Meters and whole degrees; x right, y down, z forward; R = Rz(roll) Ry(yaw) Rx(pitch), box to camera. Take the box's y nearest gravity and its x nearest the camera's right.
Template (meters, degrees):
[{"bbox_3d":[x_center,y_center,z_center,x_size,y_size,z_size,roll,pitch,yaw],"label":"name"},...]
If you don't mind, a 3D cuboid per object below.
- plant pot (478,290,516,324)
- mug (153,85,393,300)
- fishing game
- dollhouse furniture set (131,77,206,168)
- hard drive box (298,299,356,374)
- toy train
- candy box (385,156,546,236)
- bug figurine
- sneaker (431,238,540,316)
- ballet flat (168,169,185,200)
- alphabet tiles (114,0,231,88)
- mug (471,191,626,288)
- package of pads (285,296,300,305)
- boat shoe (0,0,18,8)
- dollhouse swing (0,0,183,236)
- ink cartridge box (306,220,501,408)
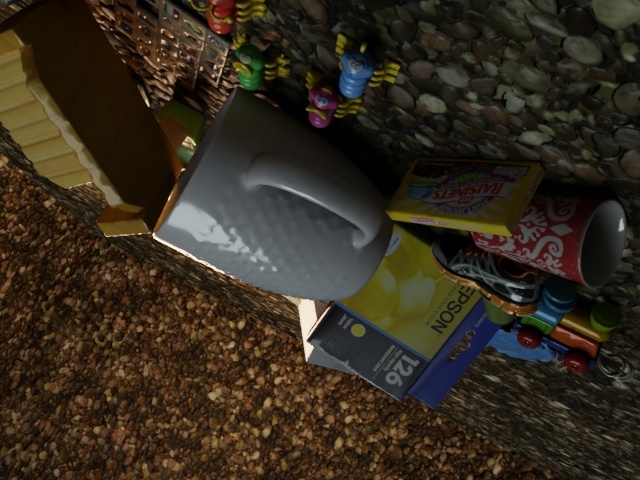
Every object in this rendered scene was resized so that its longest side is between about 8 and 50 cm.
[{"bbox_3d":[0.323,0.107,1.181,0.083,0.083,0.079,20,142,31],"label":"plant pot"},{"bbox_3d":[-0.044,-0.052,1.038,0.328,0.276,0.374,29,167,-16],"label":"mug"},{"bbox_3d":[0.432,0.223,1.465,0.264,0.041,0.189,17,161,14],"label":"fishing game"},{"bbox_3d":[-0.340,-0.178,1.404,0.198,0.151,0.301,29,164,6],"label":"dollhouse furniture set"},{"bbox_3d":[0.051,0.216,1.633,0.181,0.089,0.232,17,-153,-17],"label":"hard drive box"},{"bbox_3d":[0.465,0.154,1.111,0.248,0.105,0.143,26,150,13],"label":"toy train"},{"bbox_3d":[0.190,-0.064,0.898,0.206,0.105,0.027,11,155,49],"label":"candy box"},{"bbox_3d":[-0.042,-0.232,0.859,0.279,0.072,0.216,28,164,7],"label":"bug figurine"},{"bbox_3d":[0.284,0.042,1.124,0.215,0.084,0.083,31,128,35],"label":"sneaker"},{"bbox_3d":[-0.324,-0.121,1.522,0.080,0.073,0.232,22,-169,9],"label":"ballet flat"},{"bbox_3d":[-0.241,-0.320,1.050,0.198,0.009,0.237,34,165,-8],"label":"alphabet tiles"},{"bbox_3d":[0.304,-0.002,0.885,0.169,0.113,0.150,18,158,47],"label":"mug"},{"bbox_3d":[0.016,0.161,1.890,0.229,0.101,0.297,37,162,-25],"label":"package of pads"},{"bbox_3d":[-0.448,-0.420,0.972,0.308,0.110,0.104,6,149,34],"label":"boat shoe"},{"bbox_3d":[-0.459,-0.180,1.094,0.305,0.315,0.346,-17,122,15],"label":"dollhouse swing"},{"bbox_3d":[0.178,0.154,1.269,0.307,0.303,0.072,32,-162,-2],"label":"ink cartridge box"}]
